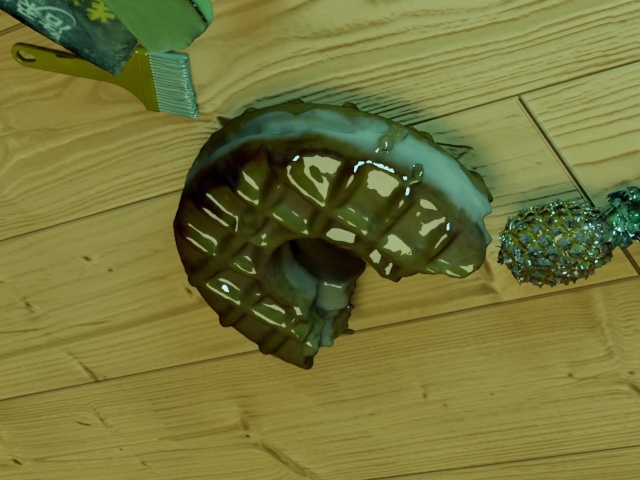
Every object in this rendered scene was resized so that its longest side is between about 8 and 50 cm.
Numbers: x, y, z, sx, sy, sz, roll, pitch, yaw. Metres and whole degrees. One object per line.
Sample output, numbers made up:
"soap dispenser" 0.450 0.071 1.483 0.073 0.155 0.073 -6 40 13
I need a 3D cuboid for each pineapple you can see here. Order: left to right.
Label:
"pineapple" 0.262 0.002 1.616 0.221 0.103 0.083 -11 163 35

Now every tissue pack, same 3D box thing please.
"tissue pack" -0.213 -0.285 1.542 0.185 0.081 0.257 32 140 -6

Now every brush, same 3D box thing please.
"brush" -0.224 -0.173 1.733 0.205 0.011 0.083 12 141 16

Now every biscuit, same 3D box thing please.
"biscuit" -0.209 -0.289 1.444 0.099 0.038 0.322 -18 124 43
"biscuit" -0.010 -0.014 1.722 0.268 0.115 0.366 34 139 -13
